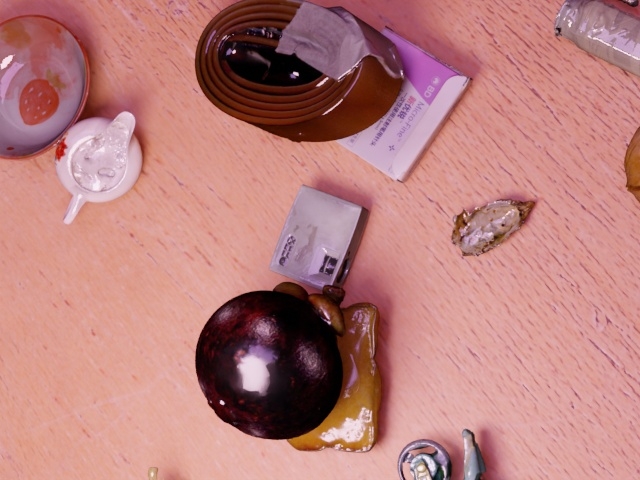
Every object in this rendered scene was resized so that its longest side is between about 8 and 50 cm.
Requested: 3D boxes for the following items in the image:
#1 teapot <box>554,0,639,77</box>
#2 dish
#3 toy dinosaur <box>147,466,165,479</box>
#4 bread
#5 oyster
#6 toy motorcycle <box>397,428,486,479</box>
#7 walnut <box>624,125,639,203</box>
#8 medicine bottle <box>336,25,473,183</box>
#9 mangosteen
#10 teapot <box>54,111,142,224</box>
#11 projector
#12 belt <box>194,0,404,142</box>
[{"bbox_3d":[0.457,-0.314,1.812,0.200,0.077,0.107,31,89,20],"label":"teapot"},{"bbox_3d":[-0.499,-0.258,2.117,0.260,0.085,0.260,-4,79,19],"label":"dish"},{"bbox_3d":[-0.243,0.470,1.877,0.194,0.177,0.152,42,95,21],"label":"toy dinosaur"},{"bbox_3d":[0.020,0.211,1.878,0.161,0.088,0.233,1,85,23],"label":"bread"},{"bbox_3d":[0.265,-0.019,1.858,0.132,0.029,0.086,-5,87,14],"label":"oyster"},{"bbox_3d":[0.212,0.428,1.771,0.198,0.109,0.296,-18,78,13],"label":"toy motorcycle"},{"bbox_3d":[0.529,-0.119,1.717,0.207,0.167,0.167,-29,74,14],"label":"walnut"},{"bbox_3d":[0.120,-0.214,1.923,0.171,0.052,0.201,36,96,20],"label":"medicine bottle"},{"bbox_3d":[-0.054,0.160,1.760,0.228,0.228,0.265,37,67,19],"label":"mangosteen"},{"bbox_3d":[-0.378,-0.128,2.043,0.145,0.092,0.226,24,104,-17],"label":"teapot"},{"bbox_3d":[0.000,0.000,1.925,0.115,0.061,0.147,21,89,21],"label":"projector"},{"bbox_3d":[-0.036,-0.271,1.914,0.338,0.122,0.217,13,86,35],"label":"belt"}]
